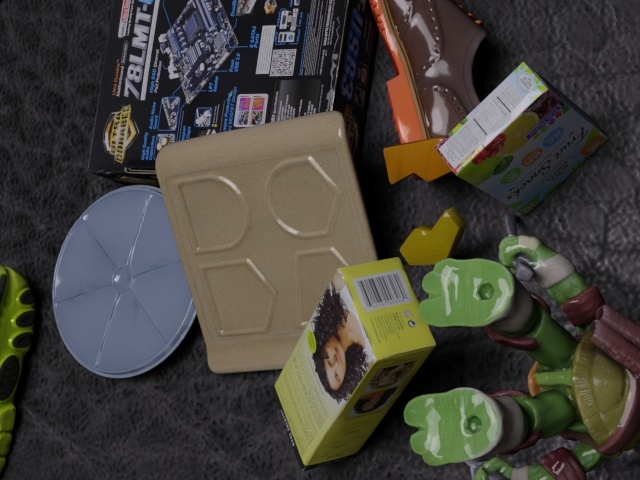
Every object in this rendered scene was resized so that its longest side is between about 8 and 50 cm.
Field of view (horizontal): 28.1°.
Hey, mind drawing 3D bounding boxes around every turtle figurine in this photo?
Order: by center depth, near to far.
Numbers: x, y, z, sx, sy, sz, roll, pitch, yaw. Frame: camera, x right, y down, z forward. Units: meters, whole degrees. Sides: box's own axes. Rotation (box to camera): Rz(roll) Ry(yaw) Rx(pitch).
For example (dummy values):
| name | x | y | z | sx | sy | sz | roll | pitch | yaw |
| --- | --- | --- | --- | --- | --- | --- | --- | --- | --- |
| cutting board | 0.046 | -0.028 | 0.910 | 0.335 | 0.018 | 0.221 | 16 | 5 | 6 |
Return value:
| name | x | y | z | sx | sy | sz | roll | pitch | yaw |
| --- | --- | --- | --- | --- | --- | --- | --- | --- | --- |
| turtle figurine | 0.135 | 0.101 | 0.965 | 0.274 | 0.266 | 0.198 | 41 | 102 | 35 |

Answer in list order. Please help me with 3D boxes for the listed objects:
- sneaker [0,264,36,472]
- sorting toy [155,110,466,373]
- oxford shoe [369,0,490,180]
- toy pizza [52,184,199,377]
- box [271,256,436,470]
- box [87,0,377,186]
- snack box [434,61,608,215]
| name | x | y | z | sx | sy | sz | roll | pitch | yaw |
| --- | --- | --- | --- | --- | --- | --- | --- | --- | --- |
| sneaker | -0.394 | 0.168 | 1.381 | 0.123 | 0.109 | 0.296 | 8 | 77 | 43 |
| sorting toy | 0.000 | 0.000 | 1.169 | 0.307 | 0.041 | 0.229 | -8 | 99 | 31 |
| oxford shoe | 0.103 | -0.192 | 1.170 | 0.098 | 0.097 | 0.271 | -14 | 77 | 10 |
| toy pizza | -0.195 | 0.042 | 1.320 | 0.201 | 0.032 | 0.201 | -8 | 75 | 31 |
| box | 0.022 | 0.109 | 1.073 | 0.232 | 0.058 | 0.087 | 114 | 139 | -55 |
| box | -0.086 | -0.200 | 1.288 | 0.293 | 0.073 | 0.296 | 2 | 80 | 33 |
| snack box | 0.169 | -0.081 | 1.059 | 0.100 | 0.141 | 0.037 | -43 | 59 | 16 |
